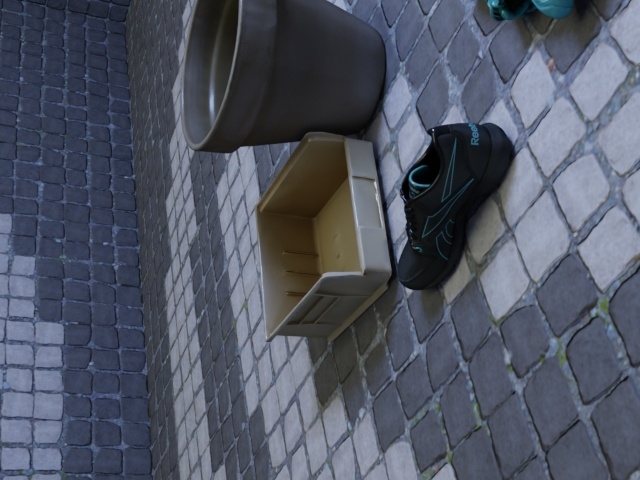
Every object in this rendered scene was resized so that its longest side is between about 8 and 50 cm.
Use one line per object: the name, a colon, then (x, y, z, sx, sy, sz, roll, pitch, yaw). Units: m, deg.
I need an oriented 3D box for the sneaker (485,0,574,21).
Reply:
sneaker: (0.219, -0.324, 1.085, 0.275, 0.107, 0.110, -142, 52, -64)

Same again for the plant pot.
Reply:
plant pot: (-0.058, -0.287, 1.478, 0.323, 0.280, 0.323, -172, 90, -66)

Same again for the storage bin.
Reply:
storage bin: (0.000, 0.000, 1.462, 0.260, 0.123, 0.262, 129, 141, -52)

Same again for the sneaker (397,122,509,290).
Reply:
sneaker: (0.145, -0.046, 1.167, 0.101, 0.106, 0.267, -113, 36, -47)
